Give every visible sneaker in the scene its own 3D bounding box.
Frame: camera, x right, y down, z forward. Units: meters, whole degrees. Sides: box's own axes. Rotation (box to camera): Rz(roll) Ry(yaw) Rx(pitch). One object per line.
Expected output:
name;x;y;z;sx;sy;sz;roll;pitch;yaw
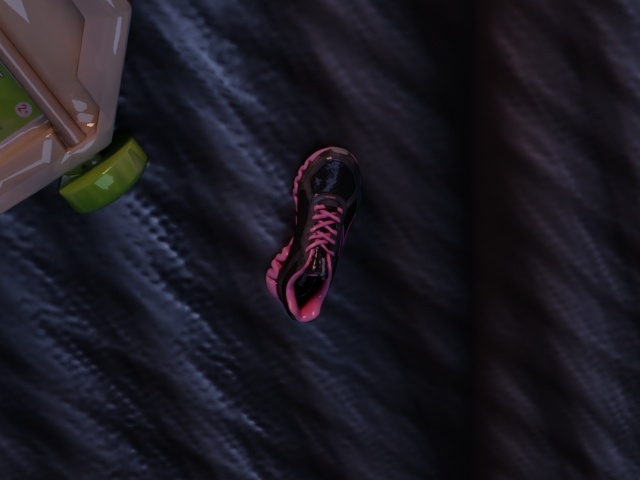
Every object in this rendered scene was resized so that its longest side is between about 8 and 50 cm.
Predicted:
sneaker;0.000;0.000;0.723;0.047;0.057;0.119;11;112;-13

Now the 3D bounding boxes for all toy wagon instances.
toy wagon;-0.208;-0.120;0.621;0.344;0.068;0.267;-33;117;6
